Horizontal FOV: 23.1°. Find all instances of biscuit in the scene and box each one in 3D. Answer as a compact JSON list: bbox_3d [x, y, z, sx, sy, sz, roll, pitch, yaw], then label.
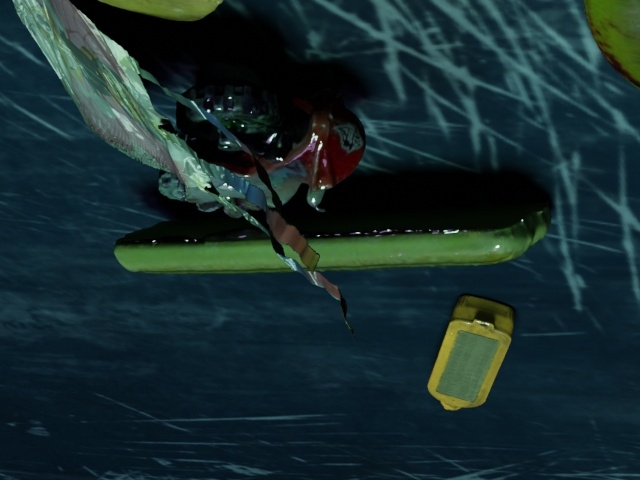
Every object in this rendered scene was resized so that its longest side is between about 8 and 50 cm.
[{"bbox_3d":[0.000,0.000,1.101,0.322,0.099,0.038,-3,100,28],"label":"biscuit"}]

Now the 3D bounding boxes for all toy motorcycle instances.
[{"bbox_3d":[-0.041,-0.059,1.035,0.122,0.082,0.213,11,165,-8],"label":"toy motorcycle"}]

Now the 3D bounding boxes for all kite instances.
[{"bbox_3d":[-0.096,-0.068,0.916,0.360,0.022,0.204,41,163,40],"label":"kite"}]

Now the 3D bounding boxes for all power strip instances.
[{"bbox_3d":[0.118,0.096,1.256,0.049,0.028,0.178,15,149,3],"label":"power strip"}]

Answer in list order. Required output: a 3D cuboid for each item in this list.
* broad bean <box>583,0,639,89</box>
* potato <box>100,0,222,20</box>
[{"bbox_3d":[0.164,-0.150,0.798,0.077,0.061,0.339,-6,144,22],"label":"broad bean"},{"bbox_3d":[-0.078,-0.197,0.813,0.138,0.098,0.243,30,146,-17],"label":"potato"}]
